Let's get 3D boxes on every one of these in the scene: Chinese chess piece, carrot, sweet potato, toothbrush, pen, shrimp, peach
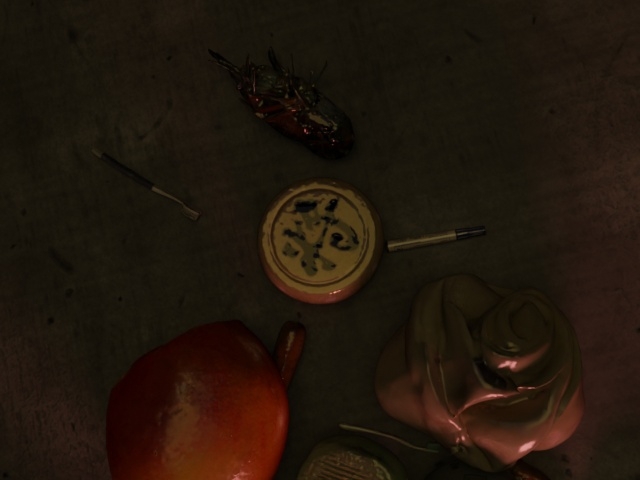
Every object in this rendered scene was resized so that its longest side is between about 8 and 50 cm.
[{"bbox_3d":[0.000,0.000,1.586,0.257,0.104,0.257,-1,81,5],"label":"Chinese chess piece"},{"bbox_3d":[-0.084,0.277,1.575,0.059,0.059,0.248,18,87,9],"label":"carrot"},{"bbox_3d":[0.396,0.459,1.492,0.206,0.060,0.068,38,47,20],"label":"sweet potato"},{"bbox_3d":[0.134,0.388,1.551,0.204,0.017,0.022,12,93,7],"label":"toothbrush"},{"bbox_3d":[0.234,-0.005,1.602,0.204,0.025,0.025,-10,80,3],"label":"pen"},{"bbox_3d":[-0.375,-0.123,1.688,0.288,0.024,0.026,31,99,9],"label":"toothbrush"},{"bbox_3d":[-0.068,-0.313,1.642,0.372,0.137,0.172,45,51,3],"label":"shrimp"},{"bbox_3d":[-0.216,0.332,1.451,0.306,0.242,0.381,-6,76,7],"label":"peach"}]

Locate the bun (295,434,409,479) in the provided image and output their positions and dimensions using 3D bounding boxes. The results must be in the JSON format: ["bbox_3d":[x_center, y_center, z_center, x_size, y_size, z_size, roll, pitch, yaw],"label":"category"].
[{"bbox_3d":[0.061,0.468,1.495,0.221,0.108,0.221,-1,88,18],"label":"bun"}]

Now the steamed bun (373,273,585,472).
[{"bbox_3d":[0.310,0.216,1.405,0.367,0.255,0.342,32,61,12],"label":"steamed bun"}]

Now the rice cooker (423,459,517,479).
[{"bbox_3d":[0.267,0.526,1.389,0.280,0.227,0.241,15,98,7],"label":"rice cooker"}]

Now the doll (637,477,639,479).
[{"bbox_3d":[0.553,0.567,1.428,0.154,0.113,0.275,32,86,13],"label":"doll"}]
